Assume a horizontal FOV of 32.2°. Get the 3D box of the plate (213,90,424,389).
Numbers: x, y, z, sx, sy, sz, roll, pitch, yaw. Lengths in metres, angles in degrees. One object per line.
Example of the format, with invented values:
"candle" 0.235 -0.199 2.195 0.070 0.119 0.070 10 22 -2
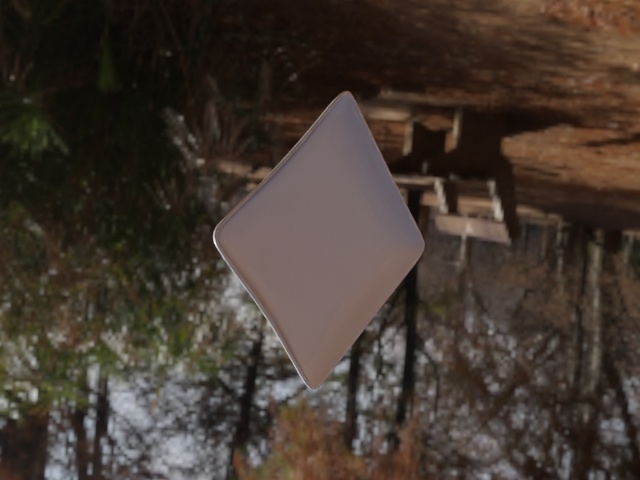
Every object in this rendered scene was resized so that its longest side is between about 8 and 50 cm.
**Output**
"plate" 0.000 0.000 1.398 0.045 0.278 0.277 8 -131 44
